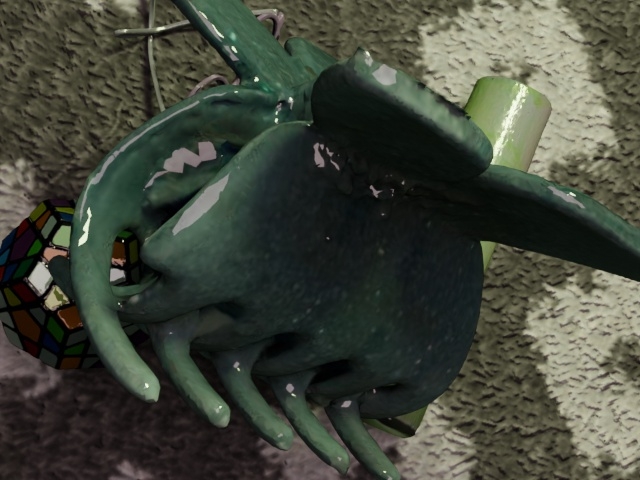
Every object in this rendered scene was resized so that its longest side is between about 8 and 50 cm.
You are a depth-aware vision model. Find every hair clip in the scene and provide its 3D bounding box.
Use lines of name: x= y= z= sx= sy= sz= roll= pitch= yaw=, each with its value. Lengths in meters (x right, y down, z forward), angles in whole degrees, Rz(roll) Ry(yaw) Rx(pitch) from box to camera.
hair clip: x=0.000 y=0.000 z=0.783 sx=0.318 sy=0.392 sz=0.238 roll=28 pitch=97 yaw=-47

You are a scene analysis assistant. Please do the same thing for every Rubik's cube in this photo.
Rubik's cube: x=-0.178 y=0.032 z=0.880 sx=0.133 sy=0.112 sz=0.133 roll=2 pitch=83 yaw=-14

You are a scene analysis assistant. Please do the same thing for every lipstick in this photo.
lipstick: x=0.101 y=0.011 z=0.967 sx=0.076 sy=0.076 sz=0.304 roll=26 pitch=78 yaw=-8

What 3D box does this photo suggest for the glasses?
glasses: x=-0.110 y=-0.158 z=0.966 sx=0.103 sy=0.062 sz=0.140 roll=33 pitch=75 yaw=16
